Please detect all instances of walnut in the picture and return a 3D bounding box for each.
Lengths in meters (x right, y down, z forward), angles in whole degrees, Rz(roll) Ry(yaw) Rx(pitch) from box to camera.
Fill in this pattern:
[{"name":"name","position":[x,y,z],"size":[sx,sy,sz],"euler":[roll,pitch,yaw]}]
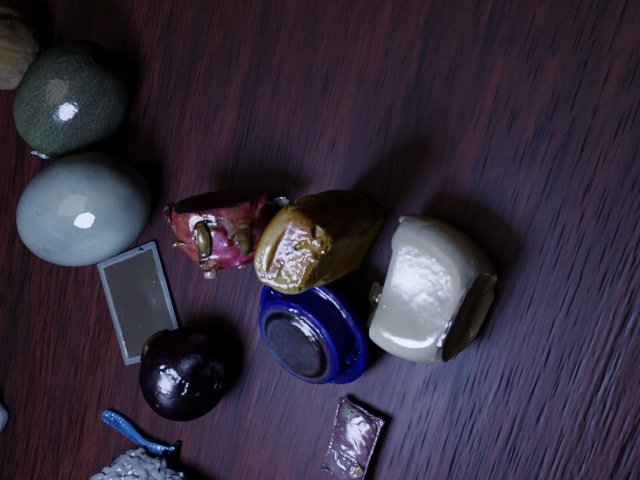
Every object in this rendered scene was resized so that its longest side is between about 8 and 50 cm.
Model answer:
[{"name":"walnut","position":[-0.835,-0.509,1.734],"size":[0.296,0.285,0.285],"euler":[26,108,13]}]

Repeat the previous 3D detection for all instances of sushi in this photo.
[{"name":"sushi","position":[-0.389,0.631,1.640],"size":[0.343,0.196,0.182],"euler":[17,143,33]}]

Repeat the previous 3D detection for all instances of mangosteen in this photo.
[{"name":"mangosteen","position":[-0.316,0.285,1.556],"size":[0.250,0.211,0.211],"euler":[21,107,48]}]

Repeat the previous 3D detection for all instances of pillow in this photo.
[{"name":"pillow","position":[0.065,0.423,1.424],"size":[0.118,0.043,0.185],"euler":[25,104,33]}]

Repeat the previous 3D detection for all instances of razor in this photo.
[{"name":"razor","position":[-0.458,0.490,1.744],"size":[0.253,0.042,0.082],"euler":[22,107,28]}]

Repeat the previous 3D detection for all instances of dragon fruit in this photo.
[{"name":"dragon fruit","position":[-0.191,-0.020,1.441],"size":[0.282,0.211,0.147],"euler":[-2,107,14]}]

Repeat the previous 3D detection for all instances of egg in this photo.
[{"name":"egg","position":[-0.553,-0.070,1.617],"size":[0.352,0.258,0.259],"euler":[-13,89,28]}]

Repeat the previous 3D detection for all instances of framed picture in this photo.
[{"name":"framed picture","position":[-0.445,0.158,1.716],"size":[0.216,0.016,0.273],"euler":[-18,86,31]}]

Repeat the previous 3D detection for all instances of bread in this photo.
[{"name":"bread","position":[0.000,0.000,1.273],"size":[0.132,0.294,0.167],"euler":[45,115,14]}]

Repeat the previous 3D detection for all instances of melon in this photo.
[{"name":"melon","position":[-0.582,-0.322,1.622],"size":[0.301,0.237,0.237],"euler":[-39,75,28]}]

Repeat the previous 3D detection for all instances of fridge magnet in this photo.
[{"name":"fridge magnet","position":[-0.021,0.182,1.384],"size":[0.265,0.112,0.265],"euler":[25,134,29]}]

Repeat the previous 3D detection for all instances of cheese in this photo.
[{"name":"cheese","position":[0.186,0.089,1.269],"size":[0.233,0.127,0.266],"euler":[27,106,29]}]

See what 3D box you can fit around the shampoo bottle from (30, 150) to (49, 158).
[{"name":"shampoo bottle","position":[-0.683,-0.338,1.765],"size":[0.085,0.085,0.262],"euler":[22,106,27]}]

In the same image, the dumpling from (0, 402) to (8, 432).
[{"name":"dumpling","position":[-0.981,0.525,2.033],"size":[0.111,0.181,0.155],"euler":[43,155,-17]}]
